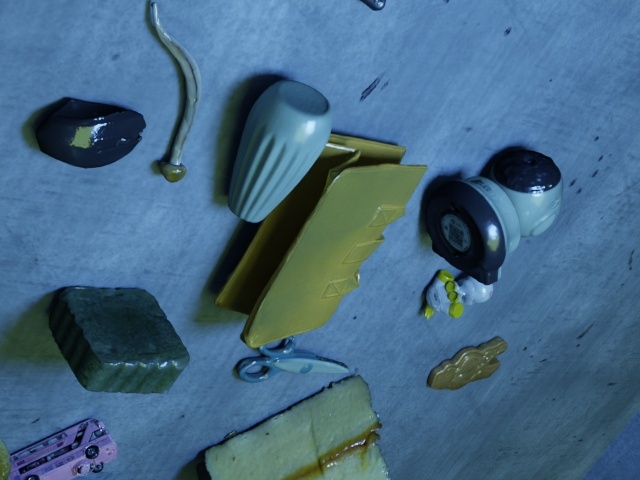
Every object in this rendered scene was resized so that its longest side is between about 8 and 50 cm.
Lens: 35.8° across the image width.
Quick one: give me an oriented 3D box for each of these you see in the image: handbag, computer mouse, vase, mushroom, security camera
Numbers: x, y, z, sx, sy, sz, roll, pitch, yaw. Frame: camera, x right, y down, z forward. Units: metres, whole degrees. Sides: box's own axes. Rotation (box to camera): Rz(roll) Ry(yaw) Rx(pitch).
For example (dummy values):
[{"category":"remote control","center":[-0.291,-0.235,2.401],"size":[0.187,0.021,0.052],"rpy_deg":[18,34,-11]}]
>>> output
[{"category":"handbag","center":[0.000,0.000,1.768],"size":[0.283,0.133,0.401],"rpy_deg":[0,128,-47]},{"category":"computer mouse","center":[-0.316,-0.146,1.398],"size":[0.172,0.057,0.099],"rpy_deg":[-7,130,-41]},{"category":"vase","center":[-0.075,-0.133,1.573],"size":[0.128,0.128,0.248],"rpy_deg":[-5,140,-38]},{"category":"mushroom","center":[-0.208,-0.213,1.445],"size":[0.068,0.043,0.306],"rpy_deg":[-42,150,-41]},{"category":"security camera","center":[0.367,-0.068,1.966],"size":[0.277,0.197,0.191],"rpy_deg":[-27,132,-28]}]

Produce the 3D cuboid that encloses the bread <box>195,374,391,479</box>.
[{"category":"bread","center":[-0.037,0.504,2.073],"size":[0.405,0.345,0.242],"rpy_deg":[-40,147,9]}]

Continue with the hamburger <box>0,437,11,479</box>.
[{"category":"hamburger","center":[-0.645,0.400,1.609],"size":[0.266,0.134,0.284],"rpy_deg":[-7,130,-39]}]

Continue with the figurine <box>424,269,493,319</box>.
[{"category":"figurine","center":[0.312,0.115,2.191],"size":[0.178,0.109,0.129],"rpy_deg":[-15,163,-30]}]

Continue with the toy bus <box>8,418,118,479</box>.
[{"category":"toy bus","center":[-0.473,0.398,1.790],"size":[0.203,0.090,0.063],"rpy_deg":[-23,140,-21]}]

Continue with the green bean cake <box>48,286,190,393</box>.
[{"category":"green bean cake","center":[-0.329,0.161,1.597],"size":[0.185,0.183,0.094],"rpy_deg":[11,123,-46]}]

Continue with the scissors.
[{"category":"scissors","center":[-0.043,0.252,2.050],"size":[0.289,0.041,0.138],"rpy_deg":[16,118,-44]}]

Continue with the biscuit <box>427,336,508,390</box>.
[{"category":"biscuit","center":[0.370,0.316,2.481],"size":[0.236,0.040,0.144],"rpy_deg":[-16,132,-31]}]

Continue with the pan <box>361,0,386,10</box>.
[{"category":"pan","center":[0.019,-0.400,1.452],"size":[0.136,0.028,0.235],"rpy_deg":[-50,139,13]}]
